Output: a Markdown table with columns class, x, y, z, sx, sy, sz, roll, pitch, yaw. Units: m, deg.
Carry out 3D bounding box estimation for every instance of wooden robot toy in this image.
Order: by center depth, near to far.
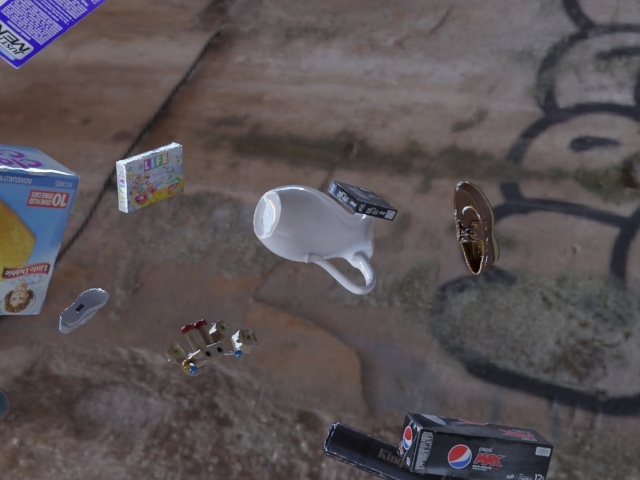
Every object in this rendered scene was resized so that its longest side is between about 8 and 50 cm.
| class | x | y | z | sx | sy | sz | roll | pitch | yaw |
| --- | --- | --- | --- | --- | --- | --- | --- | --- | --- |
| wooden robot toy | -0.182 | 0.169 | 1.485 | 0.173 | 0.076 | 0.079 | -15 | -22 | -49 |

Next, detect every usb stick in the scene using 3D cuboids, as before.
| class | x | y | z | sx | sy | sz | roll | pitch | yaw |
| --- | --- | --- | --- | --- | --- | --- | --- | --- | --- |
| usb stick | 0.140 | 0.414 | 1.821 | 0.077 | 0.278 | 0.045 | -61 | -12 | -46 |

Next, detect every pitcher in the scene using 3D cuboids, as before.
| class | x | y | z | sx | sy | sz | roll | pitch | yaw |
| --- | --- | --- | --- | --- | --- | --- | --- | --- | --- |
| pitcher | 0.000 | 0.000 | 1.650 | 0.207 | 0.125 | 0.177 | 15 | -134 | -34 |

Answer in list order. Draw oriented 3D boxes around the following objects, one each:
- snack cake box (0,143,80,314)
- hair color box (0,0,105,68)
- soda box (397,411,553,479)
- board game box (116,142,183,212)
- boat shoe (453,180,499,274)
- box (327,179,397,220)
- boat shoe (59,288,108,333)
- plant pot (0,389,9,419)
| class | x | y | z | sx | sy | sz | roll | pitch | yaw |
| --- | --- | --- | --- | --- | --- | --- | --- | --- | --- |
| snack cake box | -0.366 | -0.014 | 0.881 | 0.264 | 0.089 | 0.152 | 3 | -69 | -49 |
| hair color box | -0.381 | -0.435 | 1.515 | 0.110 | 0.339 | 0.185 | 43 | -153 | -41 |
| soda box | 0.179 | 0.243 | 1.142 | 0.060 | 0.169 | 0.053 | -142 | 63 | -74 |
| board game box | -0.341 | -0.127 | 1.980 | 0.154 | 0.026 | 0.103 | -27 | -53 | -45 |
| boat shoe | 0.272 | -0.019 | 1.744 | 0.060 | 0.064 | 0.177 | -45 | -54 | -41 |
| box | 0.060 | -0.056 | 1.399 | 0.083 | 0.067 | 0.018 | 12 | -68 | -43 |
| boat shoe | -0.363 | 0.110 | 1.504 | 0.100 | 0.035 | 0.035 | -49 | -11 | -51 |
| plant pot | -0.635 | 0.328 | 1.294 | 0.341 | 0.341 | 0.334 | 66 | -149 | -55 |
